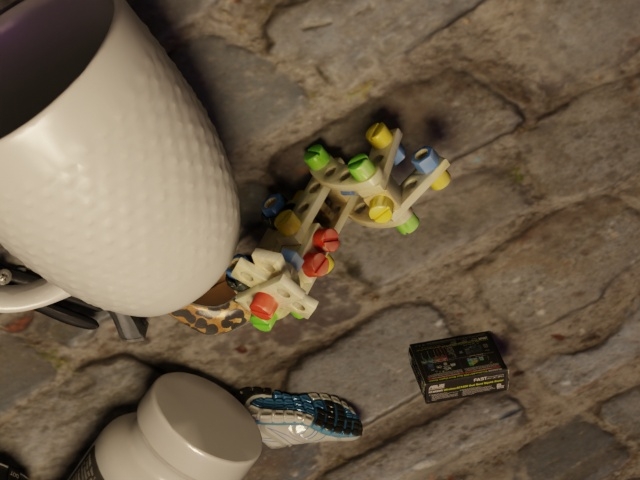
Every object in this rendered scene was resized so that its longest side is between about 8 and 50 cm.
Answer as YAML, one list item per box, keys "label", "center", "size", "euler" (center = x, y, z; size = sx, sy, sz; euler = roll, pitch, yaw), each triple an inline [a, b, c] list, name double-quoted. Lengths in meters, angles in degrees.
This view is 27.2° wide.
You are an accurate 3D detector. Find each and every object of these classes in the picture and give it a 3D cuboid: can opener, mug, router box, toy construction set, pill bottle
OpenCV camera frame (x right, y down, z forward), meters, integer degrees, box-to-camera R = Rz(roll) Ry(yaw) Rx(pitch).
- label: "can opener"
  center: [-0.364, 0.069, 1.688]
  size: [0.186, 0.073, 0.059]
  euler: [15, 79, -24]
- label: "mug"
  center: [-0.286, -0.054, 1.489]
  size: [0.374, 0.276, 0.328]
  euler: [-30, 127, 9]
- label: "router box"
  center: [0.193, 0.177, 1.851]
  size: [0.122, 0.092, 0.038]
  euler: [-9, 124, -6]
- label: "toy construction set"
  center: [0.000, 0.000, 1.592]
  size: [0.215, 0.328, 0.151]
  euler: [-4, 123, 43]
- label: "pill bottle"
  center: [-0.247, 0.367, 1.803]
  size: [0.210, 0.210, 0.363]
  euler: [26, 114, -26]

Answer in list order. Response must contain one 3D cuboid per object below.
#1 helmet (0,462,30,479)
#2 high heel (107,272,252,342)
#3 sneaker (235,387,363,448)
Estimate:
- label: "helmet"
  center: [-0.474, 0.388, 1.789]
  size: [0.169, 0.161, 0.169]
  euler: [13, 150, 8]
- label: "high heel"
  center: [-0.166, 0.032, 1.674]
  size: [0.261, 0.093, 0.186]
  euler: [-14, 129, 6]
- label: "sneaker"
  center: [-0.036, 0.263, 1.877]
  size: [0.190, 0.071, 0.083]
  euler: [11, 126, -9]
